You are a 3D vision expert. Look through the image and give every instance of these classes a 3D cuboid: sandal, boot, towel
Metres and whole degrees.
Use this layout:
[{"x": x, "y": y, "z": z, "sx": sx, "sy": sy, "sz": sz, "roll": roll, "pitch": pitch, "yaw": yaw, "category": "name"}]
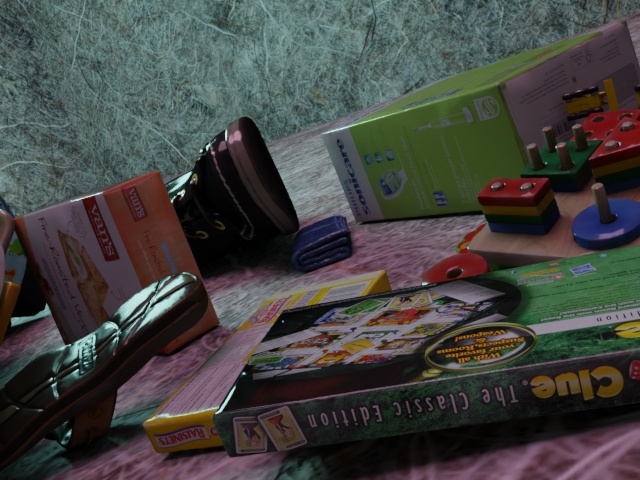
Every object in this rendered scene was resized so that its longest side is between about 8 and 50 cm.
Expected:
[{"x": -0.162, "y": 0.105, "z": 0.551, "sx": 0.219, "sy": 0.060, "sz": 0.090, "roll": -36, "pitch": 27, "yaw": 2, "category": "sandal"}, {"x": -0.181, "y": -0.022, "z": 0.929, "sx": 0.284, "sy": 0.138, "sz": 0.377, "roll": -23, "pitch": 2, "yaw": -5, "category": "boot"}, {"x": 0.000, "y": 0.000, "z": 0.830, "sx": 0.067, "sy": 0.029, "sz": 0.119, "roll": -22, "pitch": 12, "yaw": 4, "category": "towel"}]

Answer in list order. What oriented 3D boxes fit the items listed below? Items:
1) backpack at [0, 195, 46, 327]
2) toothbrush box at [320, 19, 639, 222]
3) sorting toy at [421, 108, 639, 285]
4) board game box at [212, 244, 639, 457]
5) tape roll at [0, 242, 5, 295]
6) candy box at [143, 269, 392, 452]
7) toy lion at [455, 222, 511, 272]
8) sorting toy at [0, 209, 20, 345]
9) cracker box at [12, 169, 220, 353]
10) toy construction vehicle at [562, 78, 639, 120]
[{"x": -0.587, "y": -0.012, "z": 1.034, "sx": 0.290, "sy": 0.274, "sz": 0.355, "roll": -2, "pitch": -6, "yaw": 25, "category": "backpack"}, {"x": 0.172, "y": -0.119, "z": 0.833, "sx": 0.206, "sy": 0.122, "sz": 0.283, "roll": -29, "pitch": 15, "yaw": -31, "category": "toothbrush box"}, {"x": 0.188, "y": -0.043, "z": 0.532, "sx": 0.132, "sy": 0.046, "sz": 0.274, "roll": 6, "pitch": 41, "yaw": 49, "category": "sorting toy"}, {"x": 0.086, "y": 0.050, "z": 0.396, "sx": 0.259, "sy": 0.030, "sz": 0.136, "roll": -12, "pitch": 12, "yaw": 17, "category": "board game box"}, {"x": -0.435, "y": 0.051, "z": 0.690, "sx": 0.246, "sy": 0.169, "sz": 0.246, "roll": -22, "pitch": 47, "yaw": 26, "category": "tape roll"}, {"x": -0.025, "y": 0.076, "z": 0.535, "sx": 0.105, "sy": 0.027, "sz": 0.206, "roll": -16, "pitch": 13, "yaw": 25, "category": "candy box"}, {"x": 0.157, "y": -0.007, "z": 0.589, "sx": 0.100, "sy": 0.034, "sz": 0.096, "roll": -10, "pitch": 23, "yaw": 43, "category": "toy lion"}, {"x": -0.400, "y": 0.071, "z": 0.829, "sx": 0.047, "sy": 0.196, "sz": 0.347, "roll": 22, "pitch": -25, "yaw": -33, "category": "sorting toy"}, {"x": -0.213, "y": 0.028, "z": 0.768, "sx": 0.067, "sy": 0.156, "sz": 0.232, "roll": -29, "pitch": 13, "yaw": -39, "category": "cracker box"}, {"x": 0.273, "y": -0.103, "z": 0.673, "sx": 0.098, "sy": 0.086, "sz": 0.035, "roll": -14, "pitch": 8, "yaw": 37, "category": "toy construction vehicle"}]
